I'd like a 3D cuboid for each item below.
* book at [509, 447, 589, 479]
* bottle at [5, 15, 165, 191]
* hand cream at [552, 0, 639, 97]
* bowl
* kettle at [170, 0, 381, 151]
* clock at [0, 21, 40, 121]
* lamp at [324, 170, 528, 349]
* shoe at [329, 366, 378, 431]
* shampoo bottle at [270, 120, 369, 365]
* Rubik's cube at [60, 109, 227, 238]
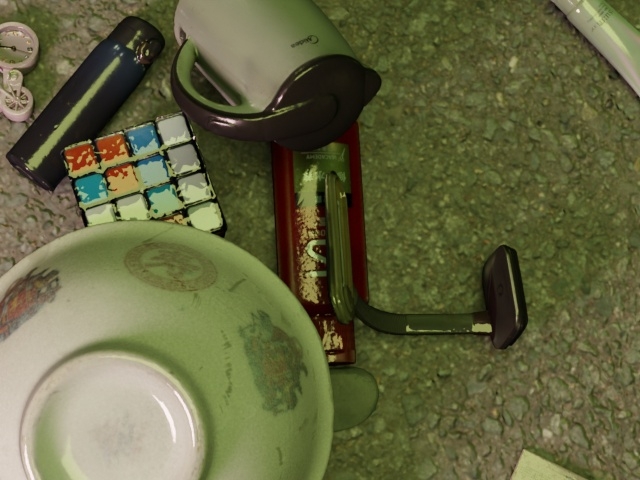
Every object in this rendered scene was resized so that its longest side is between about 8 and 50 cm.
[{"bbox_3d":[0.273,0.364,1.406,0.118,0.012,0.172,26,78,-1],"label":"book"},{"bbox_3d":[-0.289,-0.175,1.405,0.082,0.072,0.244,24,73,42],"label":"bottle"},{"bbox_3d":[0.399,-0.273,1.519,0.205,0.050,0.078,43,78,-2],"label":"hand cream"},{"bbox_3d":[-0.200,0.191,1.168,0.435,0.196,0.434,0,91,0],"label":"bowl"},{"bbox_3d":[-0.077,-0.208,1.338,0.221,0.161,0.236,-23,53,-23],"label":"kettle"},{"bbox_3d":[-0.397,-0.213,1.418,0.087,0.041,0.129,-4,75,-11],"label":"clock"},{"bbox_3d":[0.116,0.027,1.375,0.283,0.124,0.203,6,66,-22],"label":"lamp"},{"bbox_3d":[-0.022,0.200,1.369,0.195,0.078,0.079,-7,80,-4],"label":"shoe"},{"bbox_3d":[0.000,-0.001,1.406,0.118,0.076,0.314,1,79,-21],"label":"shampoo bottle"},{"bbox_3d":[-0.211,-0.048,1.354,0.155,0.151,0.154,-19,84,-9],"label":"Rubik's cube"}]
